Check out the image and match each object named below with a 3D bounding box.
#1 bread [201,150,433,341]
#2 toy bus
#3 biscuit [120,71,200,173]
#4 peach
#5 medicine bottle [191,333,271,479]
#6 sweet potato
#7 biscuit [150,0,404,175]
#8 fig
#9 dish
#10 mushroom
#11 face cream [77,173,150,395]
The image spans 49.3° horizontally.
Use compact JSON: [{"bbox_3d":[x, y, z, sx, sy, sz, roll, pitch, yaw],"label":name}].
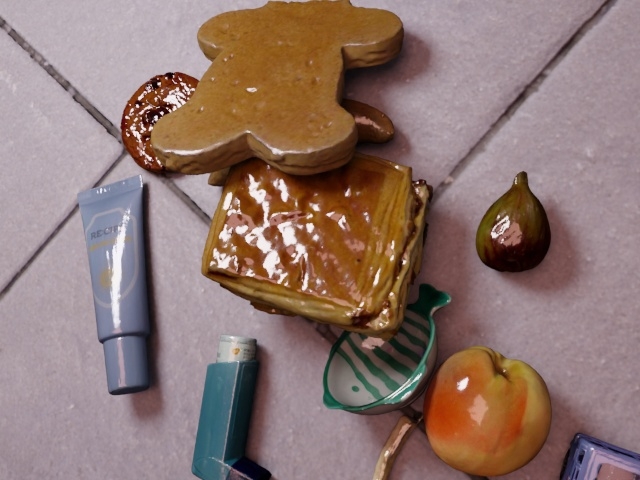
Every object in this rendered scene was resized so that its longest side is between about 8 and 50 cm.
[{"bbox_3d":[0.000,0.000,1.099,0.324,0.167,0.278,12,71,12],"label":"bread"},{"bbox_3d":[0.365,0.424,0.943,0.125,0.133,0.292,18,85,17],"label":"toy bus"},{"bbox_3d":[-0.279,-0.215,1.276,0.192,0.049,0.192,-1,84,13],"label":"biscuit"},{"bbox_3d":[0.233,0.246,0.994,0.184,0.184,0.184,-3,80,15],"label":"peach"},{"bbox_3d":[-0.137,0.286,1.134,0.124,0.079,0.259,3,81,19],"label":"medicine bottle"},{"bbox_3d":[-0.048,-0.181,1.184,0.341,0.092,0.114,-14,94,13],"label":"sweet potato"},{"bbox_3d":[-0.057,-0.253,1.135,0.368,0.076,0.394,2,52,14],"label":"biscuit"},{"bbox_3d":[0.293,-0.029,1.059,0.109,0.103,0.155,1,89,-7],"label":"fig"},{"bbox_3d":[0.115,0.183,1.061,0.246,0.224,0.078,-45,116,-8],"label":"dish"},{"bbox_3d":[0.107,0.348,1.070,0.060,0.061,0.187,18,82,23],"label":"mushroom"},{"bbox_3d":[-0.356,0.075,1.232,0.135,0.086,0.385,-15,72,12],"label":"face cream"}]
